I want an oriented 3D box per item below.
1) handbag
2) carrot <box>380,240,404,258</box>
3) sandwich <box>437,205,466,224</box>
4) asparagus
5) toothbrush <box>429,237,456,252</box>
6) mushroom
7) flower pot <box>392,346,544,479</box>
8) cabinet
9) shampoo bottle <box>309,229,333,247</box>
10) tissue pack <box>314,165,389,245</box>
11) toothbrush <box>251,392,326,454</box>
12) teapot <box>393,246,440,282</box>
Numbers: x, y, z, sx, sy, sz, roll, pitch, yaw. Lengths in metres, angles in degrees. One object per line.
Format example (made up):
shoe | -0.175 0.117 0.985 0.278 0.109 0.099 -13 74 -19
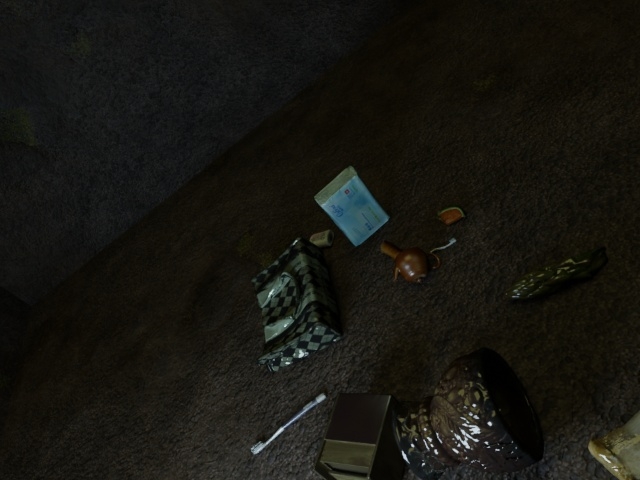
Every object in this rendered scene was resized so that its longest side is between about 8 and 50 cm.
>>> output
handbag | -0.108 0.230 1.946 0.317 0.180 0.416 -37 39 20
carrot | 0.261 0.045 1.887 0.048 0.048 0.139 -46 37 -7
sandwich | 0.443 -0.084 1.875 0.101 0.026 0.069 -26 42 26
asparagus | 0.621 0.097 1.470 0.287 0.080 0.080 -25 38 23
toothbrush | 0.374 0.038 1.817 0.162 0.014 0.017 -33 50 12
mushroom | 0.710 0.362 1.093 0.351 0.095 0.123 -33 59 12
flower pot | 0.325 0.416 1.269 0.267 0.266 0.266 -35 34 28
cabinet | 0.116 0.526 1.421 0.175 0.148 0.215 -10 41 37
shampoo bottle | 0.000 0.000 2.182 0.099 0.043 0.072 -16 42 32
tissue pack | 0.121 -0.118 2.004 0.177 0.263 0.089 -41 38 1
toothbrush | -0.098 0.558 1.691 0.288 0.026 0.024 -39 33 2
teapot | 0.303 0.086 1.763 0.173 0.116 0.116 -16 34 -11
